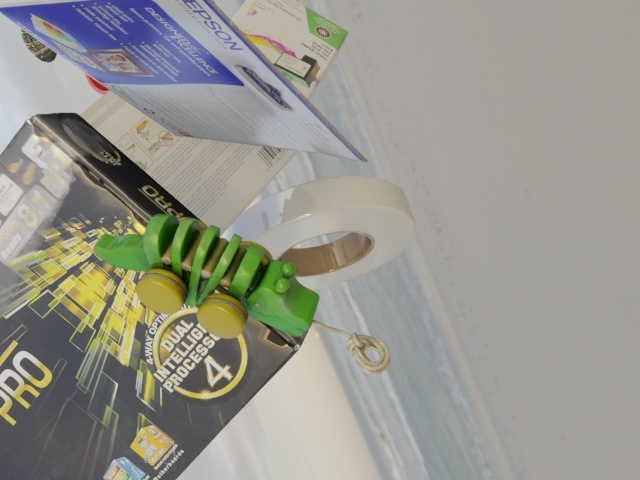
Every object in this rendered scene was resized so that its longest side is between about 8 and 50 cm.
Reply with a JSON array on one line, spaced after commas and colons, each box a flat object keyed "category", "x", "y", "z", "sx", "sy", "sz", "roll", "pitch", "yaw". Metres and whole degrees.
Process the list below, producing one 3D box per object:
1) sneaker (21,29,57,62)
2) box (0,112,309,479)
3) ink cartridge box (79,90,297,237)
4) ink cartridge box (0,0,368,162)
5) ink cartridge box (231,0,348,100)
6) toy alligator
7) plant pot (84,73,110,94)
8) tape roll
[{"category": "sneaker", "x": -0.541, "y": -0.416, "z": 1.347, "sx": 0.073, "sy": 0.063, "sz": 0.162, "roll": 77, "pitch": 171, "yaw": -86}, {"category": "box", "x": -0.253, "y": 0.123, "z": 0.698, "sx": 0.318, "sy": 0.395, "sz": 0.097, "roll": 43, "pitch": -167, "yaw": -1}, {"category": "ink cartridge box", "x": -0.196, "y": -0.155, "z": 1.074, "sx": 0.261, "sy": 0.296, "sz": 0.066, "roll": 49, "pitch": 149, "yaw": -16}, {"category": "ink cartridge box", "x": -0.134, "y": -0.190, "z": 0.745, "sx": 0.304, "sy": 0.307, "sz": 0.072, "roll": 36, "pitch": -112, "yaw": -53}, {"category": "ink cartridge box", "x": -0.098, "y": -0.328, "z": 1.328, "sx": 0.201, "sy": 0.278, "sz": 0.117, "roll": 30, "pitch": 146, "yaw": -5}, {"category": "toy alligator", "x": -0.040, "y": 0.024, "z": 0.406, "sx": 0.051, "sy": 0.190, "sz": 0.056, "roll": 111, "pitch": 180, "yaw": -46}, {"category": "plant pot", "x": -0.390, "y": -0.463, "z": 1.635, "sx": 0.243, "sy": 0.275, "sz": 0.274, "roll": -1, "pitch": -121, "yaw": -45}, {"category": "tape roll", "x": 0.000, "y": 0.000, "z": 1.421, "sx": 0.392, "sy": 0.392, "sz": 0.072, "roll": 74, "pitch": -179, "yaw": -66}]
